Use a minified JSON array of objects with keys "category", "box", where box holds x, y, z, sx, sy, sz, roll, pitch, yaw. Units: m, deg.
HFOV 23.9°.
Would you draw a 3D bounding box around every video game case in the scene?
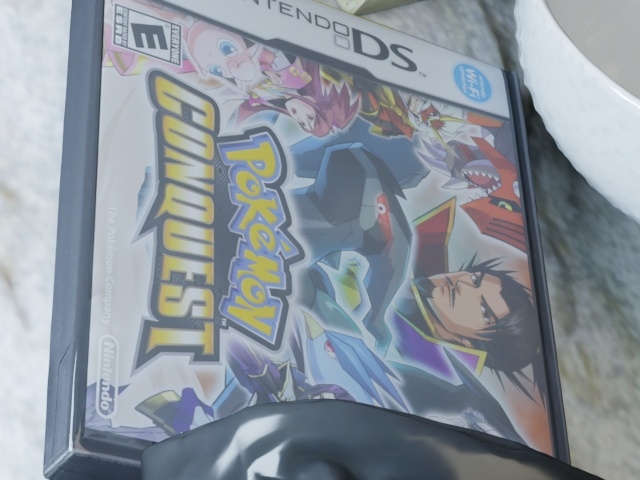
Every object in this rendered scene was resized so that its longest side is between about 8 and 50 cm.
[{"category":"video game case","box":[0.000,0.000,0.700,0.248,0.035,0.275,16,53,-27]}]

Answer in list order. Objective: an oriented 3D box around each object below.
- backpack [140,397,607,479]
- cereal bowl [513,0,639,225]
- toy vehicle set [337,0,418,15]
[{"category":"backpack","box":[0.070,0.251,0.461,0.290,0.273,0.356,28,61,-27]},{"category":"cereal bowl","box":[0.271,-0.093,0.833,0.338,0.141,0.339,1,45,-1]},{"category":"toy vehicle set","box":[0.072,-0.231,0.904,0.266,0.035,0.166,-22,75,-43]}]
